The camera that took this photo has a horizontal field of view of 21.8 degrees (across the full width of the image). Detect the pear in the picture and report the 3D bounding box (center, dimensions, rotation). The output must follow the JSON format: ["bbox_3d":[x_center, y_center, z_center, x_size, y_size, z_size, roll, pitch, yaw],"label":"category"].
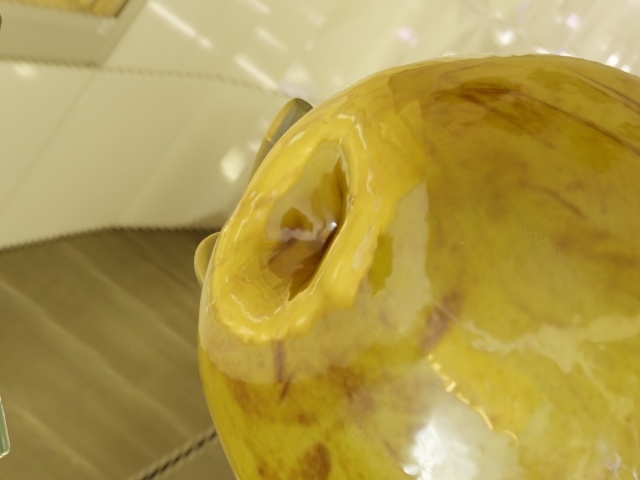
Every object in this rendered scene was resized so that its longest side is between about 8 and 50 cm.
[{"bbox_3d":[0.082,0.053,0.717,0.281,0.280,0.281,35,-169,-8],"label":"pear"}]

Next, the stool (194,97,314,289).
[{"bbox_3d":[0.000,0.000,0.960,0.134,0.110,0.135,44,-156,20],"label":"stool"}]

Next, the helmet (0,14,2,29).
[{"bbox_3d":[-0.149,-0.085,0.491,0.123,0.070,0.098,-30,-104,-32],"label":"helmet"}]

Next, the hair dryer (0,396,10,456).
[{"bbox_3d":[-0.282,0.137,1.393,0.047,0.071,0.150,-7,-174,-3],"label":"hair dryer"}]
